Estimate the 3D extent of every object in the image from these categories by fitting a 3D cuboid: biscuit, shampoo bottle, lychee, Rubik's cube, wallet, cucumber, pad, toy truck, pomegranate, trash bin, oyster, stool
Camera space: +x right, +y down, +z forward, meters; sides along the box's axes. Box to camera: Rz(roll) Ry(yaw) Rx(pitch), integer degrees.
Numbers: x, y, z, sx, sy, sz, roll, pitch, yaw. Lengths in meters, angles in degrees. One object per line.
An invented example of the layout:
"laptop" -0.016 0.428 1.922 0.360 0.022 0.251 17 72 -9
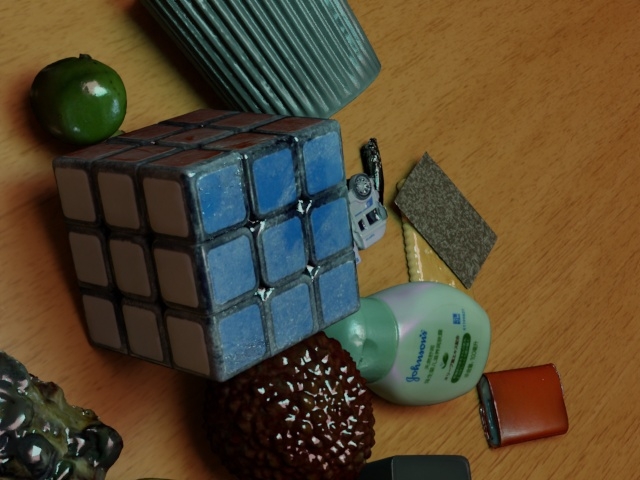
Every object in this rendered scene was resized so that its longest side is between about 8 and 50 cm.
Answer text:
"biscuit" 0.223 0.006 2.198 0.160 0.030 0.249 7 70 -38
"shampoo bottle" 0.121 0.172 1.956 0.350 0.151 0.221 8 103 -38
"lychee" -0.050 0.252 1.740 0.264 0.300 0.264 -29 136 -33
"Rubik's cube" -0.157 -0.006 1.650 0.305 0.304 0.300 -23 114 -42
"wallet" 0.389 0.315 2.213 0.204 0.045 0.142 -2 78 -40
"cucumber" 0.102 -0.124 2.143 0.033 0.034 0.134 -1 75 -45
"pad" 0.242 -0.039 2.206 0.235 0.003 0.158 48 50 -16
"toy truck" 0.000 0.000 1.956 0.268 0.124 0.155 -33 103 -40
"pomegranate" -0.343 -0.185 1.723 0.131 0.152 0.191 -43 119 -15
"trash bin" 0.103 0.409 1.816 0.165 0.225 0.115 8 69 -38
"oyster" -0.424 0.232 1.539 0.361 0.096 0.221 50 43 -17
"stool" -0.086 -0.354 1.906 0.330 0.297 0.297 54 49 -15

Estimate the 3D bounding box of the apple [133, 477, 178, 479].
"apple" -0.215 0.413 1.589 0.182 0.182 0.155 20 64 -34
